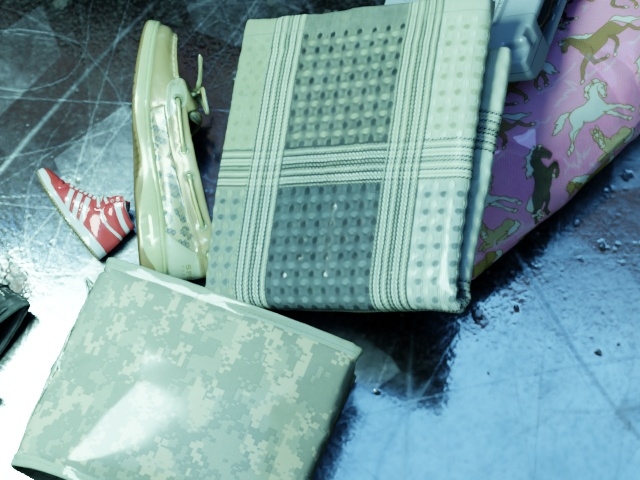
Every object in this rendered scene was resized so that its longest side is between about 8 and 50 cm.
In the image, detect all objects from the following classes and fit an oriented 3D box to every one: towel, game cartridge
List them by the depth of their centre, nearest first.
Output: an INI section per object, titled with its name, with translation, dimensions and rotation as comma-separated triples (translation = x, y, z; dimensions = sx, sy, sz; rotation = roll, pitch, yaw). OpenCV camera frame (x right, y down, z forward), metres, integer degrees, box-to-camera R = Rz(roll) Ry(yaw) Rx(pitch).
[towel]
translation = 0.034, -0.085, 1.663
dimensions = 0.312, 0.056, 0.324
rotation = -1, 74, 35
[game cartridge]
translation = 0.170, -0.270, 1.770
dimensions = 0.198, 0.062, 0.297
rotation = -7, 44, 36

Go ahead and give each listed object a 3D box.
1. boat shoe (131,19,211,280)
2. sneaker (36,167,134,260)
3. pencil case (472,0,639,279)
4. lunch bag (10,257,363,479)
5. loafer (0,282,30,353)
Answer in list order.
[boat shoe]
translation = -0.155, -0.095, 1.775
dimensions = 0.089, 0.104, 0.285
rotation = -2, 82, -4
[sneaker]
translation = -0.248, -0.043, 1.783
dimensions = 0.067, 0.042, 0.118
rotation = -38, 82, -7
[pencil case]
translation = 0.231, -0.132, 1.746
dimensions = 0.386, 0.160, 0.167
rotation = -40, 107, -11
[lunch bag]
translation = -0.135, 0.171, 1.644
dimensions = 0.287, 0.169, 0.235
rotation = 22, 73, 4
[loafer]
translation = -0.375, 0.141, 1.706
dimensions = 0.078, 0.076, 0.223
rotation = 20, 69, 16
